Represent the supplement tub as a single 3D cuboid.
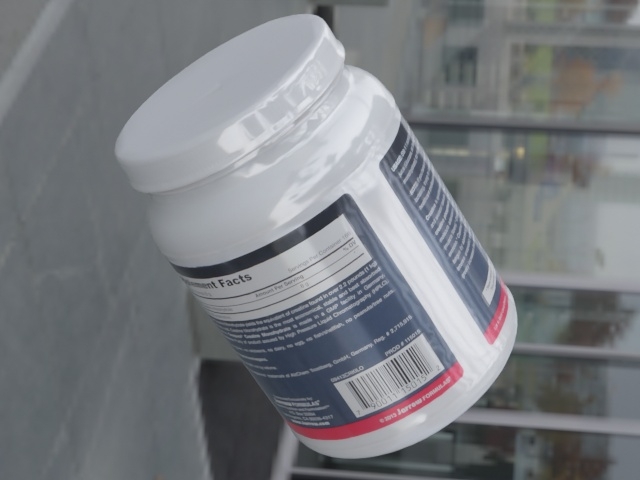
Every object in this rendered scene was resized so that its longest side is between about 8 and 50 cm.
[{"bbox_3d":[0.000,0.000,1.023,0.272,0.191,0.191,57,25,-24],"label":"supplement tub"}]
